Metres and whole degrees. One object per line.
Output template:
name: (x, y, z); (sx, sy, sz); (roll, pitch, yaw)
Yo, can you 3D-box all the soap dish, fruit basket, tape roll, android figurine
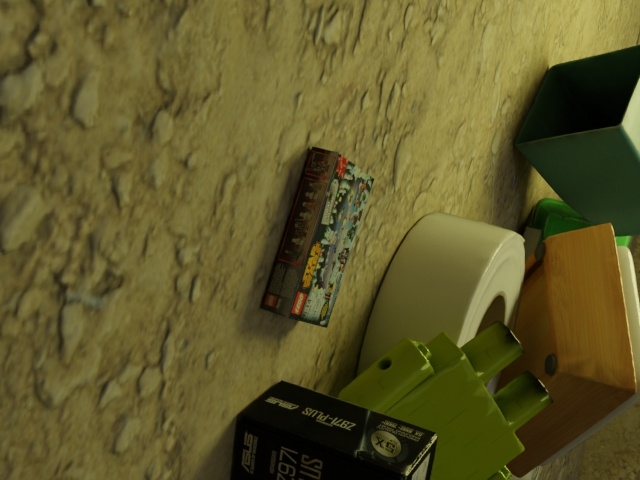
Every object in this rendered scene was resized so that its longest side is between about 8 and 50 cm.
soap dish: (0.285, 0.141, 1.345); (0.291, 0.118, 0.229); (120, -23, -54)
fruit basket: (0.391, 0.061, 1.753); (0.353, 0.165, 0.327); (-12, 117, -83)
tape roll: (0.140, 0.113, 1.197); (0.286, 0.100, 0.286); (-47, 145, -48)
android figurine: (0.095, 0.200, 1.033); (0.273, 0.056, 0.248); (-36, 127, -5)

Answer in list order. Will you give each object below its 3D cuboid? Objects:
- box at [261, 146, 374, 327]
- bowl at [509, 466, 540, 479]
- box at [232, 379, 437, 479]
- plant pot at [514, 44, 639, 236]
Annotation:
box: (0.000, 0.000, 0.877); (0.094, 0.027, 0.137); (24, 83, -67)
bowl: (0.411, 0.451, 2.146); (0.142, 0.053, 0.142); (-31, 131, -61)
box: (0.005, 0.228, 0.885); (0.077, 0.147, 0.180); (-32, 135, -59)
plant pot: (0.421, -0.121, 1.495); (0.234, 0.165, 0.166); (49, 54, -29)
